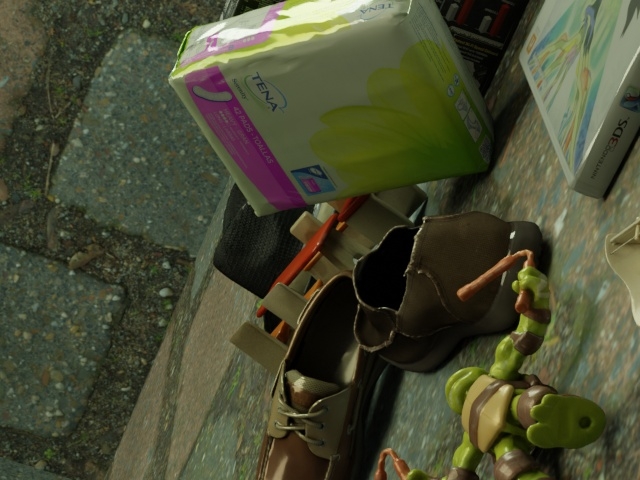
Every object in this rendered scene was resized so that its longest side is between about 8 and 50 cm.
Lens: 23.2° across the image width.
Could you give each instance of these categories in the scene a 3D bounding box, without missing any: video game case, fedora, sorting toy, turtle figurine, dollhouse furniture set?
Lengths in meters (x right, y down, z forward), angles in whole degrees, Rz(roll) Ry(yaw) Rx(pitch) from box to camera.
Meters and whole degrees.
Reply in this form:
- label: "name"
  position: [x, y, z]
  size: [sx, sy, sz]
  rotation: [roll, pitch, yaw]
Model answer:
- label: "video game case"
  position: [0.268, -0.231, 1.360]
  size: [0.329, 0.036, 0.300]
  rotation: [-93, 24, -64]
- label: "fedora"
  position: [-0.075, -0.014, 2.427]
  size: [0.334, 0.153, 0.334]
  rotation: [-161, 90, -80]
- label: "sorting toy"
  position: [0.233, 0.020, 1.075]
  size: [0.083, 0.045, 0.075]
  rotation: [132, 148, -63]
- label: "turtle figurine"
  position: [0.137, 0.151, 1.198]
  size: [0.269, 0.087, 0.217]
  rotation: [-61, 19, 5]
- label: "dollhouse furniture set"
  position: [0.000, 0.000, 1.903]
  size: [0.259, 0.135, 0.262]
  rotation: [-49, 8, 36]

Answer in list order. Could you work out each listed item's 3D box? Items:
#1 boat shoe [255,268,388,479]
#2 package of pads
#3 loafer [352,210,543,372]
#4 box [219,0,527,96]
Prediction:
- label: "boat shoe"
  position: [-0.009, 0.179, 1.710]
  size: [0.116, 0.123, 0.324]
  rotation: [39, -115, -63]
- label: "package of pads"
  position: [0.012, -0.155, 1.661]
  size: [0.297, 0.229, 0.101]
  rotation: [-11, 40, 27]
- label: "loafer"
  position: [0.094, 0.033, 1.513]
  size: [0.366, 0.130, 0.133]
  rotation: [136, 151, -68]
- label: "box"
  position: [0.072, -0.290, 1.731]
  size: [0.076, 0.308, 0.242]
  rotation: [-101, 32, -64]
